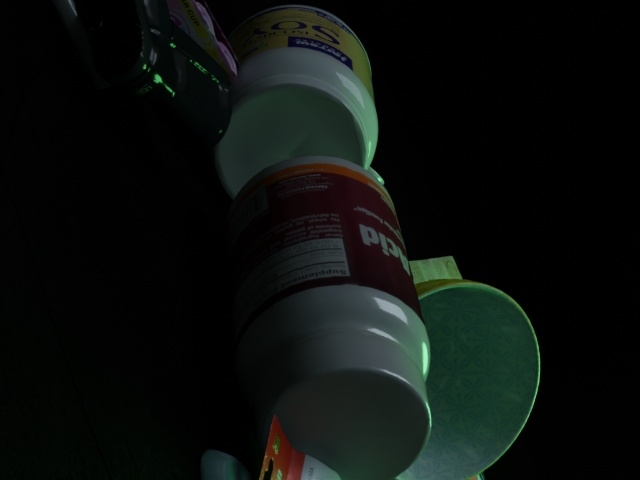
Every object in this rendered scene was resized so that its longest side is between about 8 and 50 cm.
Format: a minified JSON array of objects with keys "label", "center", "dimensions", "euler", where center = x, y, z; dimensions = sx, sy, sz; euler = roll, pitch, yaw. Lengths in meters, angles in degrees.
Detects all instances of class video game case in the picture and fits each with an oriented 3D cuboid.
[{"label":"video game case","center":[-0.276,-0.279,1.557],"dimensions":[0.201,0.023,0.183],"euler":[64,11,-7]}]

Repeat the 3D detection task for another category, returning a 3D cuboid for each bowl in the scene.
[{"label":"bowl","center":[0.137,0.175,1.792],"dimensions":[0.289,0.289,0.156],"euler":[59,-15,-26]}]

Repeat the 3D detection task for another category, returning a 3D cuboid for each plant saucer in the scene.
[{"label":"plant saucer","center":[-0.081,0.259,1.303],"dimensions":[0.119,0.021,0.119],"euler":[61,11,-21]}]

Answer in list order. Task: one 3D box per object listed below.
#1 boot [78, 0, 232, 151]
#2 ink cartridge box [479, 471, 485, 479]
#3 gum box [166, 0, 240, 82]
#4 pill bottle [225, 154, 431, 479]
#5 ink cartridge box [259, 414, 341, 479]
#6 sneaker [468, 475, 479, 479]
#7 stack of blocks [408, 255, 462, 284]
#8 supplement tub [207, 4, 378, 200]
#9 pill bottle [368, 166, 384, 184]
[{"label":"boot","center":[-0.192,-0.242,1.544],"dimensions":[0.207,0.094,0.246],"euler":[39,34,-58]},{"label":"ink cartridge box","center":[0.250,0.373,2.486],"dimensions":[0.165,0.065,0.332],"euler":[62,12,-16]},{"label":"gum box","center":[-0.192,-0.269,1.700],"dimensions":[0.188,0.107,0.062],"euler":[61,12,-22]},{"label":"pill bottle","center":[0.007,0.090,1.546],"dimensions":[0.224,0.224,0.392],"euler":[57,13,-35]},{"label":"ink cartridge box","center":[-0.014,0.285,1.345],"dimensions":[0.145,0.045,0.179],"euler":[-77,155,-43]},{"label":"sneaker","center":[0.208,0.398,2.102],"dimensions":[0.313,0.116,0.136],"euler":[68,13,13]},{"label":"stack of blocks","center":[0.087,0.104,2.015],"dimensions":[0.297,0.171,0.087],"euler":[-3,67,-58]},{"label":"supplement tub","center":[-0.041,-0.182,1.870],"dimensions":[0.241,0.241,0.331],"euler":[60,12,-23]},{"label":"pill bottle","center":[0.017,-0.043,1.970],"dimensions":[0.094,0.169,0.094],"euler":[39,-5,4]}]
